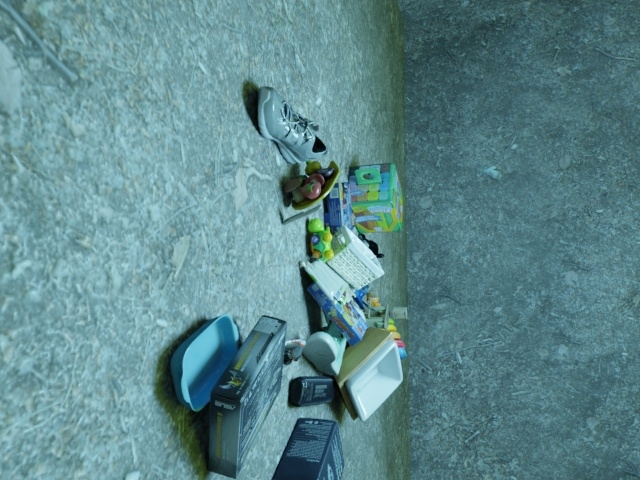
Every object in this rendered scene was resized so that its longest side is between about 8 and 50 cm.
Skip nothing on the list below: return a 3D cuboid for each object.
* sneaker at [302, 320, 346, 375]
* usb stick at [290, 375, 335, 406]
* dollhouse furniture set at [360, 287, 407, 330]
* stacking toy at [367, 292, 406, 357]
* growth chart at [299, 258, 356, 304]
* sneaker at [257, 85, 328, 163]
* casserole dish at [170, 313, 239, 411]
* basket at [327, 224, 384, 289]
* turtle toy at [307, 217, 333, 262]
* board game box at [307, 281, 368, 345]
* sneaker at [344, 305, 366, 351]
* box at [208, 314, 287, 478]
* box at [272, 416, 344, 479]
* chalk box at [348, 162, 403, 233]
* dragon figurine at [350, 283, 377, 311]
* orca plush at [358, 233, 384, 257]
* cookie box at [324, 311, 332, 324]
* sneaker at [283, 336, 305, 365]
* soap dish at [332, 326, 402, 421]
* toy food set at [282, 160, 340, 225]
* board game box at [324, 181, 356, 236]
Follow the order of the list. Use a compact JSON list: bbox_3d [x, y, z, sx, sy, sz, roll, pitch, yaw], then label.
[{"bbox_3d":[0.019,0.267,1.361,0.256,0.094,0.151,77,24,-58],"label":"sneaker"},{"bbox_3d":[-0.017,0.406,1.321,0.278,0.045,0.077,41,57,-67],"label":"usb stick"},{"bbox_3d":[0.237,0.267,1.902,0.101,0.181,0.161,-70,153,-49],"label":"dollhouse furniture set"},{"bbox_3d":[0.247,0.354,2.034,0.175,0.165,0.302,63,15,-64],"label":"stacking toy"},{"bbox_3d":[0.032,0.112,1.401,0.172,0.021,0.237,52,16,6],"label":"growth chart"},{"bbox_3d":[-0.061,-0.273,1.140,0.281,0.115,0.105,38,52,-67],"label":"sneaker"},{"bbox_3d":[-0.192,0.197,0.810,0.188,0.037,0.114,-44,130,-66],"label":"casserole dish"},{"bbox_3d":[0.096,0.057,1.485,0.167,0.103,0.113,42,15,-28],"label":"basket"},{"bbox_3d":[0.000,0.000,1.379,0.095,0.066,0.130,-102,-174,-87],"label":"turtle toy"},{"bbox_3d":[0.053,0.191,1.386,0.201,0.035,0.136,52,16,4],"label":"board game box"},{"bbox_3d":[0.116,0.373,1.675,0.282,0.102,0.161,62,35,-37],"label":"sneaker"},{"bbox_3d":[-0.128,0.275,0.893,0.231,0.056,0.183,-57,158,-60],"label":"box"},{"bbox_3d":[-0.022,0.560,1.180,0.207,0.108,0.153,-53,138,-62],"label":"box"},{"bbox_3d":[0.205,-0.173,1.864,0.289,0.180,0.179,56,36,-57],"label":"chalk box"},{"bbox_3d":[0.113,0.191,1.678,0.144,0.085,0.289,-71,148,-44],"label":"dragon figurine"},{"bbox_3d":[0.200,0.043,1.941,0.287,0.102,0.151,17,72,-71],"label":"orca plush"},{"bbox_3d":[0.041,0.203,1.530,0.092,0.040,0.107,-71,152,-47],"label":"cookie box"},{"bbox_3d":[-0.073,0.260,1.141,0.158,0.061,0.065,38,59,-67],"label":"sneaker"},{"bbox_3d":[0.146,0.424,1.554,0.229,0.118,0.291,-40,142,-19],"label":"soap dish"},{"bbox_3d":[-0.033,-0.145,1.230,0.071,0.128,0.218,54,38,-25],"label":"toy food set"},{"bbox_3d":[0.066,-0.094,1.610,0.194,0.060,0.194,-22,108,-72],"label":"board game box"}]
